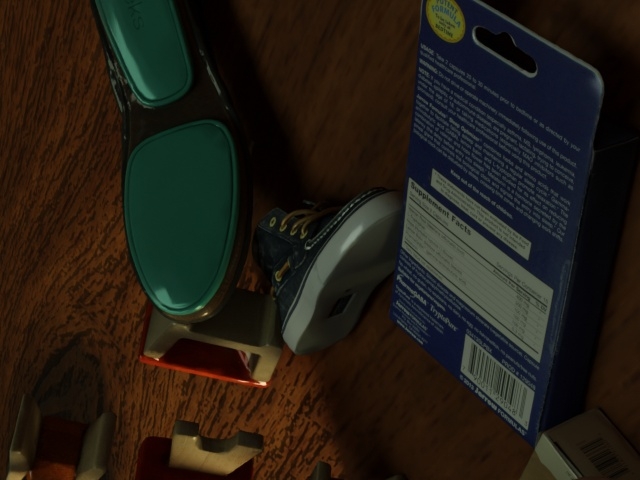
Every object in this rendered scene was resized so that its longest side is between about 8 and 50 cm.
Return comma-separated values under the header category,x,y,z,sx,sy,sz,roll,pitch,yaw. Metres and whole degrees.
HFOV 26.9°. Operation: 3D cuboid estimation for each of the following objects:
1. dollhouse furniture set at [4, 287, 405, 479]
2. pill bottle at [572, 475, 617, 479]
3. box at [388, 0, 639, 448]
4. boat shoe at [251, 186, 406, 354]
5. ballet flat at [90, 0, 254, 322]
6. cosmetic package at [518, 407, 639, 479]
category,x,y,z,sx,sy,sz,roll,pitch,yaw
dollhouse furniture set,-0.087,0.162,0.932,0.135,0.262,0.259,125,156,-58
pill bottle,0.041,0.306,0.659,0.407,0.229,0.229,-48,60,26
box,0.096,-0.017,0.700,0.136,0.036,0.225,42,141,42
boat shoe,0.000,0.000,0.847,0.083,0.065,0.183,62,151,20
ballet flat,-0.092,-0.079,0.931,0.096,0.095,0.280,23,-124,-72
cosmetic package,0.135,0.151,0.723,0.060,0.041,0.115,51,145,32
